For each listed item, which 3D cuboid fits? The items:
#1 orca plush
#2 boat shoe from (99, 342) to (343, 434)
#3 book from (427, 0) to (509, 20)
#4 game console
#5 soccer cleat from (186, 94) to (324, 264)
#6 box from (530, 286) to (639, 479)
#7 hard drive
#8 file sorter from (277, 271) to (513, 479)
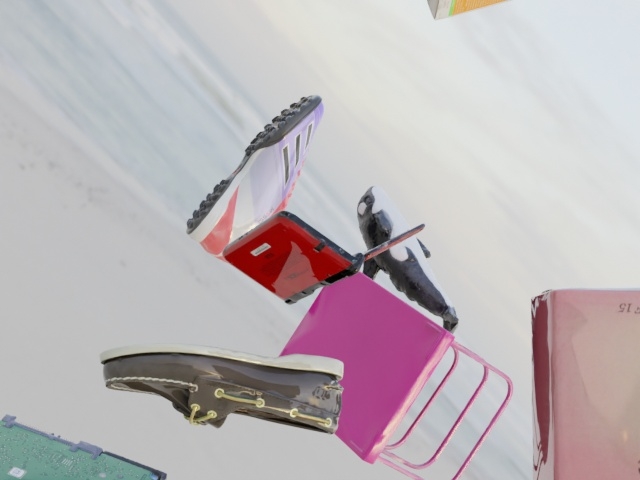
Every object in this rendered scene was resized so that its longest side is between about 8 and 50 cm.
[{"bbox_3d":[0.124,0.047,1.996,0.287,0.102,0.151,56,17,15],"label":"orca plush"},{"bbox_3d":[-0.085,0.134,1.082,0.227,0.069,0.081,7,-16,-20],"label":"boat shoe"},{"bbox_3d":[0.207,-0.322,1.467,0.096,0.144,0.035,101,-27,-65],"label":"book"},{"bbox_3d":[0.000,0.000,1.093,0.124,0.085,0.144,35,-27,-14],"label":"game console"},{"bbox_3d":[-0.085,-0.101,2.000,0.116,0.318,0.108,41,-8,-15],"label":"soccer cleat"},{"bbox_3d":[0.221,0.148,0.811,0.127,0.148,0.232,55,35,-84],"label":"box"},{"bbox_3d":[-0.340,0.328,1.358,0.237,0.064,0.339,19,23,6],"label":"hard drive"},{"bbox_3d":[0.105,0.197,1.737,0.182,0.202,0.290,33,1,-34],"label":"file sorter"}]
